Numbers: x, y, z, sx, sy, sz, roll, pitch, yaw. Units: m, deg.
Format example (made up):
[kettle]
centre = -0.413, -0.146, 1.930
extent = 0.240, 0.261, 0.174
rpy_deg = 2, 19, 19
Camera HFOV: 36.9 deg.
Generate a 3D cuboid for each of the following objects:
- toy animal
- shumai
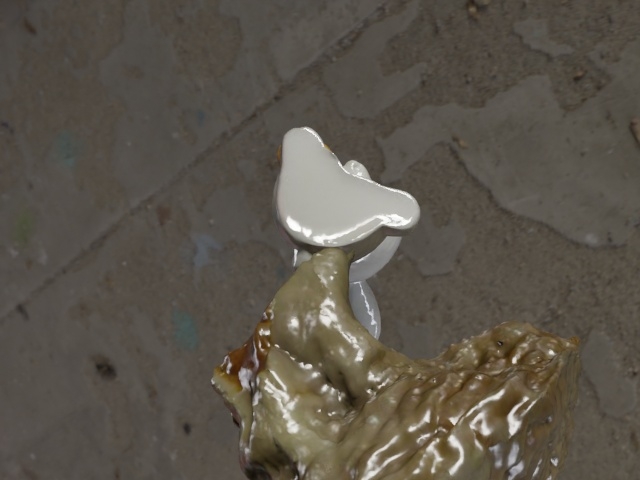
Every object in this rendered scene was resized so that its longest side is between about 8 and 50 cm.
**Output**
[toy animal]
centre = 0.000, 0.000, 0.661
extent = 0.131, 0.181, 0.127
rpy_deg = 30, 79, 14
[shumai]
centre = 0.034, 0.100, 0.521
extent = 0.175, 0.206, 0.166
rpy_deg = 35, 130, 30
